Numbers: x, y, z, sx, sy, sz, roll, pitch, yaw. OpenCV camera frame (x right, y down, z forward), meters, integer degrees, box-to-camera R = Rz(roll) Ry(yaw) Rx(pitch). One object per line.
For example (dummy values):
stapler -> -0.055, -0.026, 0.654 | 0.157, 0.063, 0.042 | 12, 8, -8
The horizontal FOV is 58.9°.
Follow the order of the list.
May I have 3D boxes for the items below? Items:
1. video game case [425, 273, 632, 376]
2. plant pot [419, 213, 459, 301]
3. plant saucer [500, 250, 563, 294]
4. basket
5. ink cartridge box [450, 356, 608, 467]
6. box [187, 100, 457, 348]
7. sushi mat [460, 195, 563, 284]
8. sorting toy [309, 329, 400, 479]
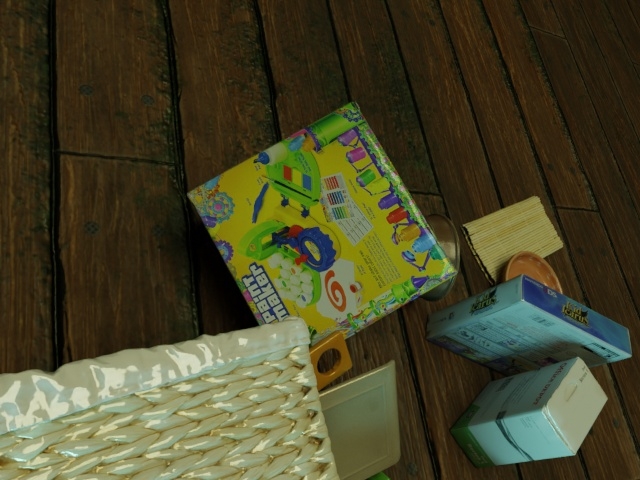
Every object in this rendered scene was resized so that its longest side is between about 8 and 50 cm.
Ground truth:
video game case -> 0.379, 0.175, 1.057 | 0.269, 0.244, 0.061 | 26, 54, -20
plant pot -> 0.139, 0.027, 1.043 | 0.165, 0.167, 0.167 | 4, 65, -22
plant saucer -> 0.466, 0.123, 1.258 | 0.200, 0.037, 0.200 | 13, 66, -32
basket -> -0.190, 0.264, 0.598 | 0.331, 0.328, 0.267 | -6, 73, -37
ink cartridge box -> 0.363, 0.305, 0.997 | 0.160, 0.219, 0.093 | -32, 86, -38
box -> 0.000, 0.000, 0.869 | 0.279, 0.177, 0.290 | -29, 83, -3
sushi mat -> 0.462, -0.008, 1.346 | 0.316, 0.019, 0.151 | -20, 80, -38
sorting toy -> 0.032, 0.276, 0.821 | 0.196, 0.047, 0.348 | -18, 114, -29
